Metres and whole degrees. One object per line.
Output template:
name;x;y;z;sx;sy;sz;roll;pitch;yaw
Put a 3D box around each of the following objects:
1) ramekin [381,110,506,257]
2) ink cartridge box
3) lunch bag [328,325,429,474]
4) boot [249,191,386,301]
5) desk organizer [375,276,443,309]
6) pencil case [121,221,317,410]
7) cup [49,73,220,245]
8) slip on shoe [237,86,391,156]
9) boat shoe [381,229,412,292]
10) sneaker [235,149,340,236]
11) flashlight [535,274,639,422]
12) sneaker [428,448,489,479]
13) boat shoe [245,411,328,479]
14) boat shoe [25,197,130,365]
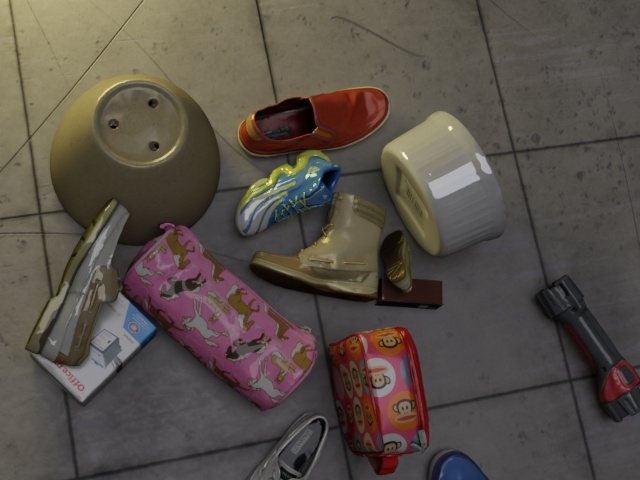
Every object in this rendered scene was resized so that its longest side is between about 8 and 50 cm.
ramekin;0.232;-0.101;1.860;0.135;0.277;0.277;-26;83;-9
ink cartridge box;-0.415;0.187;1.739;0.139;0.082;0.191;43;70;1
lunch bag;0.102;0.294;1.717;0.120;0.293;0.258;-8;82;-13
boot;0.000;0.000;1.869;0.262;0.095;0.204;12;75;-11
desk organizer;0.179;0.106;1.910;0.130;0.047;0.050;5;73;-12
pencil case;-0.187;0.138;1.750;0.386;0.160;0.167;40;48;-4
cup;-0.339;-0.178;1.764;0.331;0.237;0.331;3;75;-12
slip on shoe;-0.004;-0.247;1.927;0.331;0.101;0.123;-14;78;-17
boat shoe;0.158;0.040;1.898;0.056;0.153;0.048;-29;124;17
sneaker;-0.056;-0.090;1.855;0.240;0.126;0.091;-46;128;-19
flashlight;0.555;0.219;1.944;0.103;0.103;0.304;-37;81;16
sneaker;0.317;0.536;1.734;0.130;0.236;0.323;-15;81;-16
boat shoe;-0.071;0.427;1.754;0.095;0.084;0.258;31;72;-4
boat shoe;-0.404;0.075;1.673;0.103;0.113;0.302;28;85;-16
